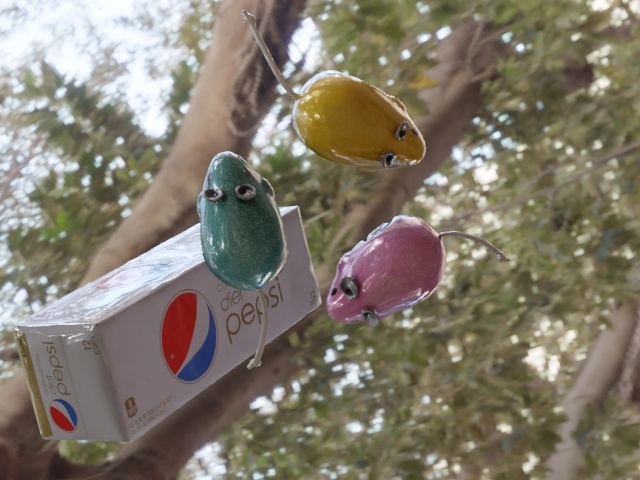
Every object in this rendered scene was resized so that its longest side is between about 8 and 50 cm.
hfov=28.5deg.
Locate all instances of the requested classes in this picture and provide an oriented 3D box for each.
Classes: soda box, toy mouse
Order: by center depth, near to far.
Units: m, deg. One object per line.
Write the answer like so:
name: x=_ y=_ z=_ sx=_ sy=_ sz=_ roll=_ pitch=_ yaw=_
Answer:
toy mouse: x=0.000 y=0.000 z=0.563 sx=0.161 sy=0.031 sz=0.143 roll=29 pitch=-82 yaw=-7
soda box: x=-0.086 y=0.045 z=0.774 sx=0.216 sy=0.069 sz=0.074 roll=-33 pitch=-65 yaw=-55
